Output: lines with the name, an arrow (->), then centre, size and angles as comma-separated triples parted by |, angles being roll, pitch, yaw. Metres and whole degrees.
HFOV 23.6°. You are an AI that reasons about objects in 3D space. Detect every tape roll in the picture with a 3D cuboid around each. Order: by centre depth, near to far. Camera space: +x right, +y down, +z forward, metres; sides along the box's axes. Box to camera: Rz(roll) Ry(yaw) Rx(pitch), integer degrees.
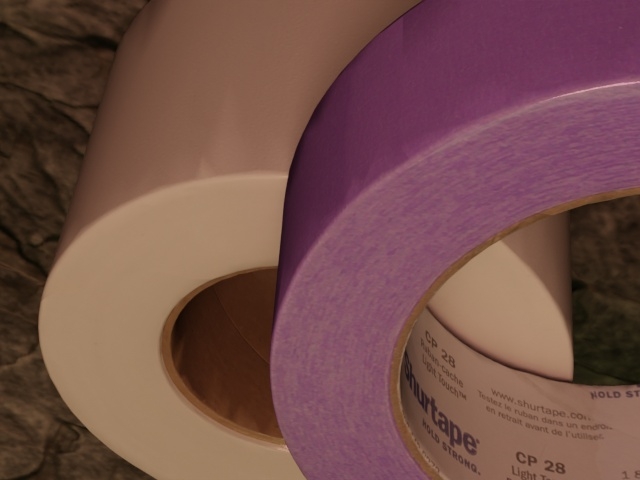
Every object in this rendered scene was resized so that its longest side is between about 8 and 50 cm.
tape roll -> 0.120, 0.024, 0.578 | 0.275, 0.090, 0.274 | 2, 131, 2
tape roll -> 0.000, 0.000, 0.748 | 0.246, 0.169, 0.246 | 4, 135, 4
